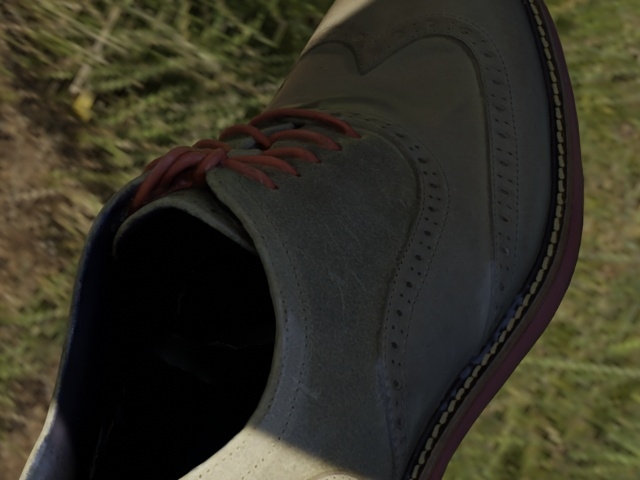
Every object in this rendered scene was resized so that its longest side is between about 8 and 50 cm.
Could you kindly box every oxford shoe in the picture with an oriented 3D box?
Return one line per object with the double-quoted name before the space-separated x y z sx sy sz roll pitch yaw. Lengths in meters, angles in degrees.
"oxford shoe" 0.000 0.000 0.632 0.130 0.123 0.348 57 37 -37
